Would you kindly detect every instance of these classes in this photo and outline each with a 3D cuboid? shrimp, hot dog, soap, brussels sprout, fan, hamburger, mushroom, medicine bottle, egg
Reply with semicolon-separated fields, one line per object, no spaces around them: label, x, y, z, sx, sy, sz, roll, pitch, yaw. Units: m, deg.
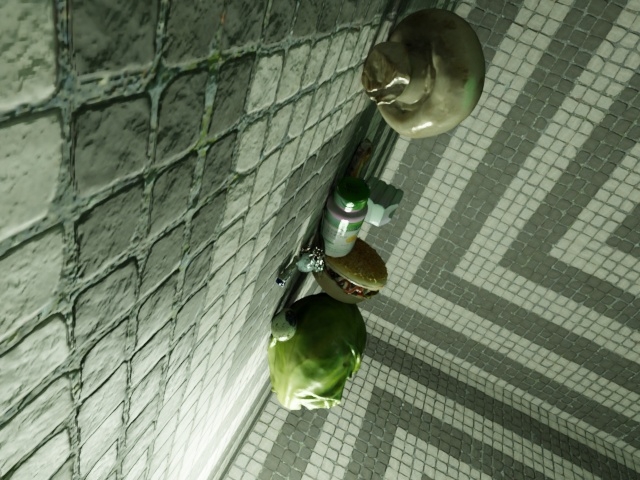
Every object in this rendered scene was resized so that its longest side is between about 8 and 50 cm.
shrimp;-0.021;0.053;1.318;0.079;0.090;0.233;-39;179;-20
hot dog;0.123;-0.241;1.486;0.108;0.059;0.191;-57;169;-71
soap;0.299;-0.204;2.272;0.115;0.208;0.347;-68;172;29
brussels sprout;-0.012;0.372;1.605;0.425;0.342;0.361;-64;158;-46
fan;0.000;0.000;1.396;0.153;0.008;0.227;-113;-154;-59
hamburger;0.108;0.088;1.599;0.170;0.302;0.302;-53;180;32
mushroom;0.221;-0.390;1.042;0.289;0.298;0.298;-11;139;-32
medicine bottle;0.072;-0.074;1.394;0.133;0.133;0.274;-58;170;-38
egg;-0.118;0.277;1.448;0.085;0.085;0.110;98;17;-69

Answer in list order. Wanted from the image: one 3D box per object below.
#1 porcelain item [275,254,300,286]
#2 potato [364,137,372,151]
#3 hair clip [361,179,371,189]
porcelain item;-0.098;0.100;1.226;0.075;0.021;0.136;-63;174;32
potato;0.171;-0.332;1.580;0.093;0.037;0.036;106;8;-53
hair clip;0.185;-0.231;2.048;0.172;0.049;0.116;-39;142;-55
